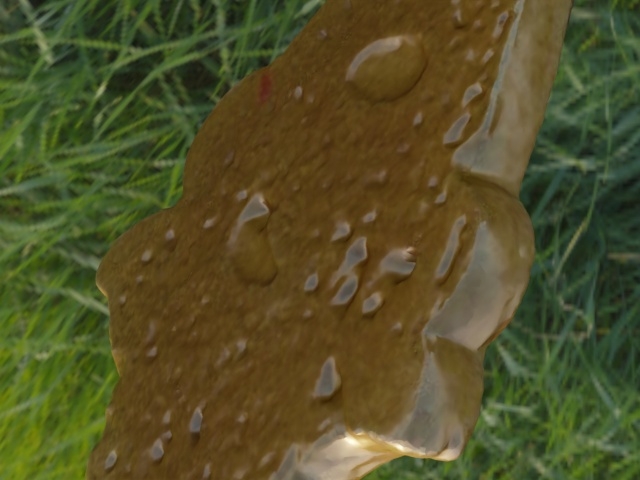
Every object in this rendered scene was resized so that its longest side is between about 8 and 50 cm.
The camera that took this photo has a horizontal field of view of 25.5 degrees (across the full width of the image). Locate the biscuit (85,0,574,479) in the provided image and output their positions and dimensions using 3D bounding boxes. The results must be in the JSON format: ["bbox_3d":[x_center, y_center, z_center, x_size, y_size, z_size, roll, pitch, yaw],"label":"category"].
[{"bbox_3d":[0.000,0.000,0.431,0.043,0.183,0.280,33,89,-39],"label":"biscuit"}]
